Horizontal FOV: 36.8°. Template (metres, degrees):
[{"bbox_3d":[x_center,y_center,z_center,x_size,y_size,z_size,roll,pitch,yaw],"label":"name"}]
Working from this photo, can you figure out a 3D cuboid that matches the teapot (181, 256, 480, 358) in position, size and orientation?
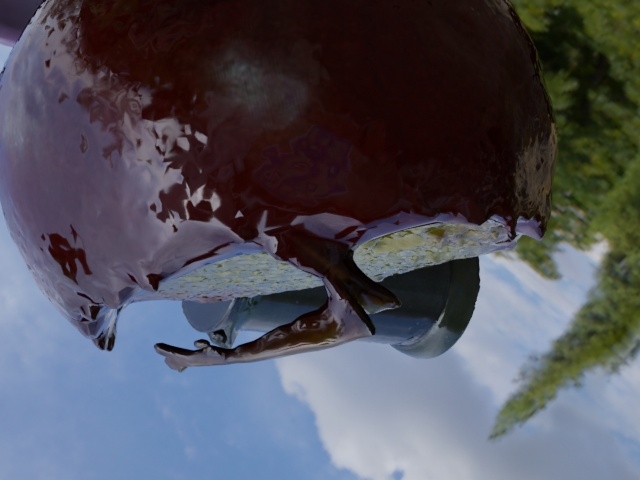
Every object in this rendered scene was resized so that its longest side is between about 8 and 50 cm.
[{"bbox_3d":[0.000,0.000,1.127,0.337,0.270,0.200,8,175,-30],"label":"teapot"}]

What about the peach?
[{"bbox_3d":[-0.048,-0.086,0.691,0.335,0.406,0.310,-14,-88,-50],"label":"peach"}]

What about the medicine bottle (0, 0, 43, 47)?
[{"bbox_3d":[-0.389,-0.369,1.196,0.212,0.212,0.325,24,-172,-33],"label":"medicine bottle"}]
